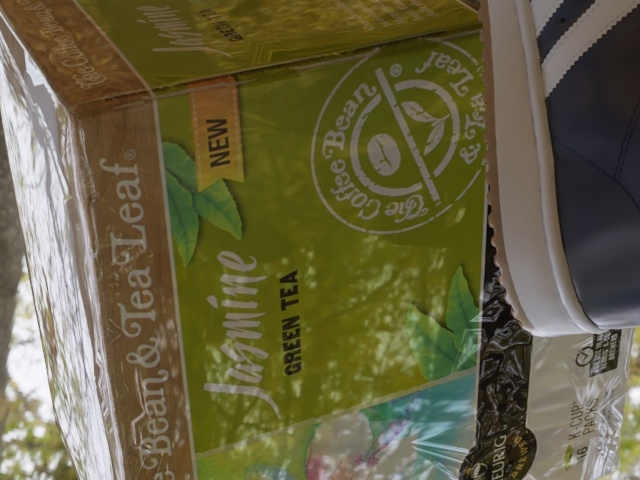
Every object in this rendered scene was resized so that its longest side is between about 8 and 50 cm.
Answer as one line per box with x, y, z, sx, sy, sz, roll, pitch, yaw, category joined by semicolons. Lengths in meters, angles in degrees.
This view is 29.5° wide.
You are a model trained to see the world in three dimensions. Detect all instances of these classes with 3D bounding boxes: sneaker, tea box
0.139;-0.107;0.468;0.153;0.282;0.099;-7;178;36;sneaker
0.000;0.000;0.713;0.323;0.329;0.220;-15;-147;-19;tea box
